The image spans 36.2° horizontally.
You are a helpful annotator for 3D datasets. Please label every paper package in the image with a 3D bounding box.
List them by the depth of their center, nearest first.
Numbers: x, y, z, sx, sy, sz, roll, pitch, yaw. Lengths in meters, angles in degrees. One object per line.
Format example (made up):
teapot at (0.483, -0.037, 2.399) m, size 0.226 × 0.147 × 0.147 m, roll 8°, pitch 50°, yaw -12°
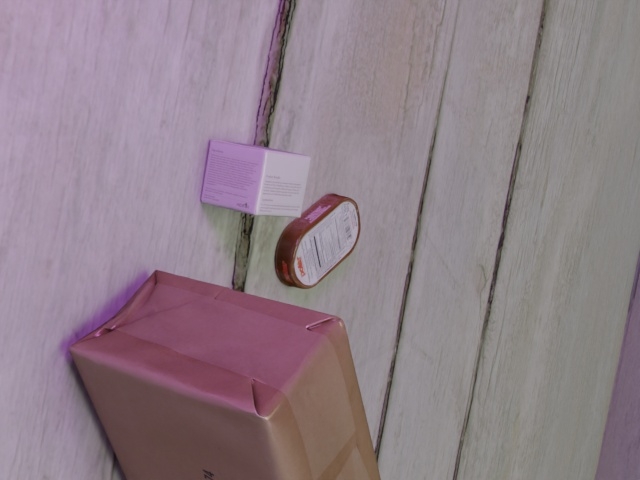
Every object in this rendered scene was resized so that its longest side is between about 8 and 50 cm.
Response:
paper package at (-0.105, 0.232, 1.188) m, size 0.168 × 0.310 × 0.324 m, roll -47°, pitch 137°, yaw -40°

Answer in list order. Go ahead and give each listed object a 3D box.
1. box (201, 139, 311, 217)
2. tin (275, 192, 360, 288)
box at (-0.085, -0.082, 1.299) m, size 0.101 × 0.102 × 0.087 m, roll 1°, pitch 102°, yaw -55°
tin at (0.000, 0.000, 1.510) m, size 0.190 × 0.040 × 0.106 m, roll -41°, pitch 128°, yaw -41°
